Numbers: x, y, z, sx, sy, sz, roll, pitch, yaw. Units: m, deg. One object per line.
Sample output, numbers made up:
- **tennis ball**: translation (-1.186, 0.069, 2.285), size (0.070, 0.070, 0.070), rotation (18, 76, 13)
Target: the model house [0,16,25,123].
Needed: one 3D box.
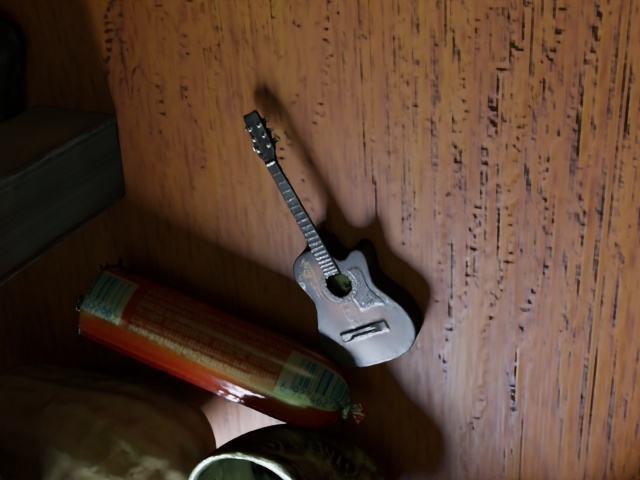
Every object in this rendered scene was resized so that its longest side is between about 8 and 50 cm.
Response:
- **model house**: translation (-0.424, -0.108, 0.649), size (0.253, 0.291, 0.184), rotation (21, 117, 13)

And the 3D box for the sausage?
- **sausage**: translation (-0.082, 0.102, 0.729), size (0.264, 0.083, 0.083), rotation (22, 122, 10)

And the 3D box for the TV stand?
- **TV stand**: translation (-0.260, -0.020, 0.628), size (0.088, 0.269, 0.082), rotation (10, 119, 19)

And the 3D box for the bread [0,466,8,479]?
- **bread**: translation (-0.363, 0.249, 0.701), size (0.325, 0.167, 0.277), rotation (17, 130, 32)

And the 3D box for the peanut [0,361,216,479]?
- **peanut**: translation (-0.253, 0.200, 0.814), size (0.340, 0.158, 0.174), rotation (8, 148, 25)

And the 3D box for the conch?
- **conch**: translation (-0.020, 0.252, 0.738), size (0.187, 0.124, 0.181), rotation (11, 103, 8)

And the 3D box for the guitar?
- **guitar**: translation (0.000, 0.000, 0.673), size (0.088, 0.025, 0.233), rotation (-22, 104, 31)
